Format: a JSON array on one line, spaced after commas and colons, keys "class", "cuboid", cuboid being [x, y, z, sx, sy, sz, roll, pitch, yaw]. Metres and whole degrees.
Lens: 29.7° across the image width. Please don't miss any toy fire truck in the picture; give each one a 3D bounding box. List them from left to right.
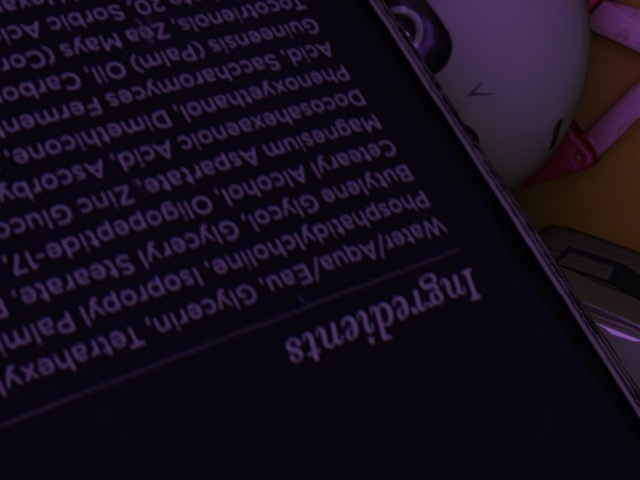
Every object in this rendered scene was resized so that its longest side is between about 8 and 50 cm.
[{"class": "toy fire truck", "cuboid": [0.171, -0.130, 0.684, 0.192, 0.047, 0.135, -31, 85, 20]}]

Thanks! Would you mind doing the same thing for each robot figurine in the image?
[{"class": "robot figurine", "cuboid": [0.008, -0.103, 0.656, 0.278, 0.209, 0.174, 8, 81, 43]}]

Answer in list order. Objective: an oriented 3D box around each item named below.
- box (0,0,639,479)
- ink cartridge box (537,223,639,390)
[{"class": "box", "cuboid": [-0.147, 0.092, 0.543, 0.472, 0.297, 0.480, 58, 147, 18]}, {"class": "ink cartridge box", "cuboid": [0.122, 0.085, 0.636, 0.093, 0.212, 0.154, 21, 102, 17]}]
